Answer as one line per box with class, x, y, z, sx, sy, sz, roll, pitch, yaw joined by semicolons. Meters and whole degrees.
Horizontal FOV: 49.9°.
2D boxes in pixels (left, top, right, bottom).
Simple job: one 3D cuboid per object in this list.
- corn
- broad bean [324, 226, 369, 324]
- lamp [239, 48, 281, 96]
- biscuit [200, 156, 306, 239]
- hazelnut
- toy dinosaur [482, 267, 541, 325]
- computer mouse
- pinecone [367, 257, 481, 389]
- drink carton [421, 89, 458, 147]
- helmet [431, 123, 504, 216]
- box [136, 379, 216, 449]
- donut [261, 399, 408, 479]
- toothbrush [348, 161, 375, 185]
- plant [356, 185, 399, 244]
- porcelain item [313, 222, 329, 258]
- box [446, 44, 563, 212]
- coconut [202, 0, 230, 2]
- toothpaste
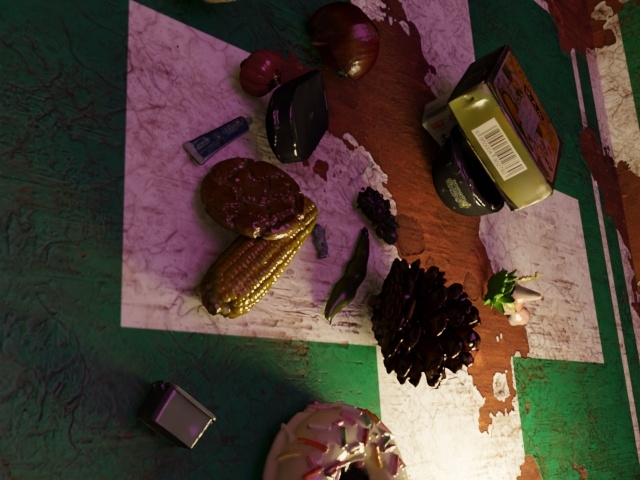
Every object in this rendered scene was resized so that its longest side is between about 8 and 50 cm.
corn;-0.116;0.027;1.387;0.120;0.120;0.363;57;46;-17
broad bean;0.077;0.083;1.633;0.060;0.043;0.297;42;48;-16
lamp;-0.132;-0.369;1.516;0.092;0.107;0.107;31;44;12
biscuit;-0.133;-0.089;1.382;0.226;0.042;0.226;11;45;-12
hazelnut;0.062;-0.516;1.752;0.201;0.160;0.170;50;16;32
toy dinosaur;0.585;0.192;2.062;0.177;0.194;0.152;31;44;-11
computer mouse;-0.058;-0.282;1.569;0.295;0.087;0.168;-56;143;-56
pinecone;0.249;0.200;1.627;0.296;0.242;0.298;39;46;-29
drink carton;0.449;-0.307;2.091;0.315;0.131;0.106;42;40;-28
helmet;0.407;-0.185;1.987;0.279;0.160;0.230;51;43;-13
box;-0.250;0.302;1.182;0.122;0.084;0.069;46;55;-25
donut;0.047;0.511;1.384;0.383;0.142;0.382;19;63;-43
toothbrush;0.106;-0.172;1.772;0.013;0.011;0.131;45;45;2
plant;0.152;-0.060;1.739;0.174;0.087;0.085;59;18;-21
porcelain item;0.000;0.000;1.589;0.036;0.028;0.083;9;68;-63
box;0.549;-0.337;2.005;0.373;0.138;0.420;55;35;-12
coconut;-0.212;-0.619;1.412;0.241;0.241;0.241;18;64;-43
toothpaste;-0.204;-0.218;1.439;0.057;0.035;0.197;50;46;-2
